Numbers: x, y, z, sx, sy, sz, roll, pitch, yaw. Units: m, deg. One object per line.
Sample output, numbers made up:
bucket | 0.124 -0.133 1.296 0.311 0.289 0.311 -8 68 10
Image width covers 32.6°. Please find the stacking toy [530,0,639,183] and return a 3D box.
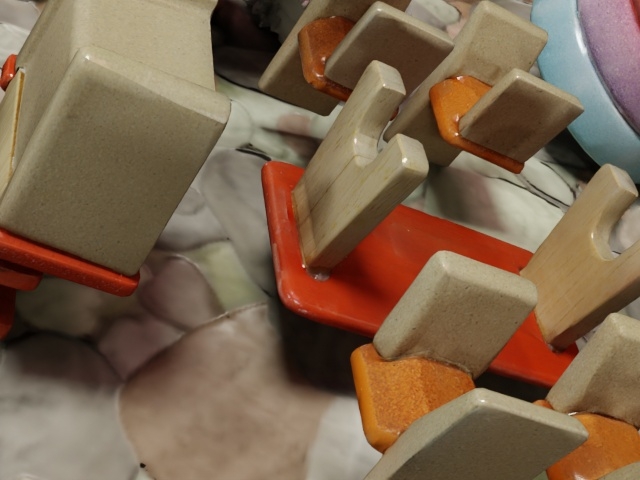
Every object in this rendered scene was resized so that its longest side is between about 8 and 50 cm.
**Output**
stacking toy | 0.248 -0.106 0.699 0.279 0.130 0.309 47 42 -16

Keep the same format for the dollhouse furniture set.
dollhouse furniture set | 0.000 0.000 0.428 0.259 0.135 0.262 19 38 -26

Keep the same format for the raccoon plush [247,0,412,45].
raccoon plush | 0.060 -0.334 0.665 0.216 0.299 0.446 2 45 -27
